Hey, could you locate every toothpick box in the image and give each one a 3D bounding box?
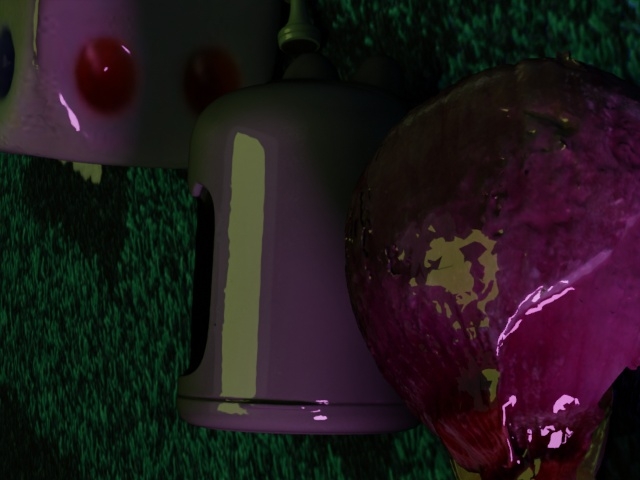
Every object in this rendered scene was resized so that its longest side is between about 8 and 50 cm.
[{"bbox_3d":[0.000,0.000,1.409,0.229,0.229,0.316,-3,84,62],"label":"toothpick box"}]

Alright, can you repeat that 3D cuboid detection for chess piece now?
[{"bbox_3d":[-0.021,-0.227,1.622,0.042,0.042,0.093,-34,52,56],"label":"chess piece"}]

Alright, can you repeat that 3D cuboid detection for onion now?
[{"bbox_3d":[0.107,0.030,1.128,0.267,0.159,0.348,-33,39,42],"label":"onion"}]

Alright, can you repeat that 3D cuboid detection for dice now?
[{"bbox_3d":[-0.217,-0.235,1.741,0.304,0.277,0.304,13,98,59],"label":"dice"}]

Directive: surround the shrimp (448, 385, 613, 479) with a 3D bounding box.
[{"bbox_3d":[0.165,0.097,1.255,0.143,0.052,0.251,23,110,44],"label":"shrimp"}]
